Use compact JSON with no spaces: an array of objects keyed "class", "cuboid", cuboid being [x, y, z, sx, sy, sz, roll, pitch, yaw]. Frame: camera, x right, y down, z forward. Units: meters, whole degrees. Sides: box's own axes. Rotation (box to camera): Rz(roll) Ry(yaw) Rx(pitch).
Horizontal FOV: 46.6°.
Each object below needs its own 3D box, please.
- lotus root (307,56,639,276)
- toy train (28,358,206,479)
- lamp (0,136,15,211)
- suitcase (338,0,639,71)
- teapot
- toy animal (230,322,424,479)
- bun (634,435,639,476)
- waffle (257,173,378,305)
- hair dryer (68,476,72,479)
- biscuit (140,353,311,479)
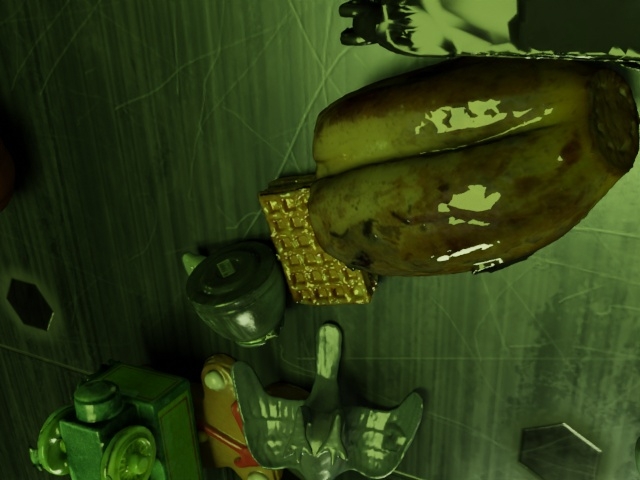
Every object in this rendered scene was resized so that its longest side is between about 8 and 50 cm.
[{"class":"lotus root","cuboid":[0.116,-0.061,0.633,0.290,0.193,0.193,-10,111,33]},{"class":"toy train","cuboid":[-0.251,0.296,0.970,0.159,0.188,0.272,7,112,29]},{"class":"lamp","cuboid":[-0.482,-0.108,0.969,0.181,0.140,0.182,18,141,15]},{"class":"suitcase","cuboid":[0.225,-0.245,0.457,0.433,0.194,0.283,8,120,25]},{"class":"teapot","cuboid":[-0.105,0.072,0.873,0.149,0.111,0.108,-4,128,25]},{"class":"toy animal","cuboid":[-0.003,0.233,0.899,0.239,0.176,0.256,9,77,7]},{"class":"bun","cuboid":[0.374,0.210,0.701,0.140,0.083,0.141,21,131,26]},{"class":"waffle","cuboid":[0.000,0.000,0.813,0.102,0.042,0.148,-7,112,30]},{"class":"hair dryer","cuboid":[-0.356,0.479,1.272,0.117,0.064,0.182,3,125,26]},{"class":"biscuit","cuboid":[-0.130,0.259,1.027,0.339,0.047,0.216,-2,116,30]}]
